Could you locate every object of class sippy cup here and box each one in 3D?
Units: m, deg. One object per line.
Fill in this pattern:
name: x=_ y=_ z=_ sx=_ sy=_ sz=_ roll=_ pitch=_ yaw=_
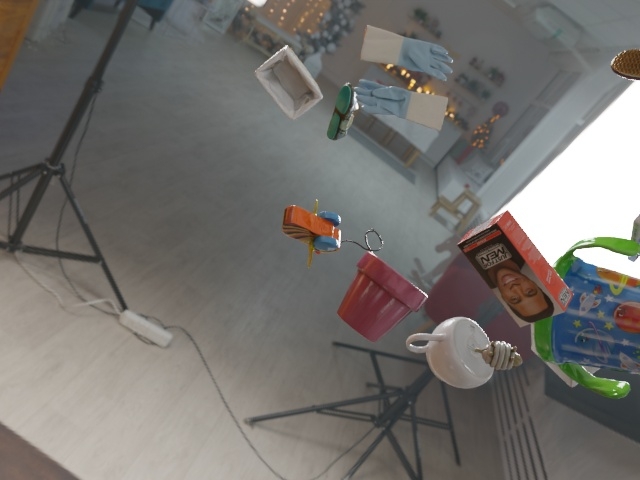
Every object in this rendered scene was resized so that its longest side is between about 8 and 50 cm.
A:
sippy cup: x=0.577 y=0.158 z=1.053 sx=0.224 sy=0.240 sz=0.305 roll=13 pitch=-23 yaw=42

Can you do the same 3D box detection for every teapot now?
teapot: x=0.446 y=0.391 z=1.811 sx=0.252 sy=0.187 sz=0.256 roll=-19 pitch=79 yaw=-47

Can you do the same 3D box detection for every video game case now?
video game case: x=0.659 y=-0.049 z=1.045 sx=0.019 sy=0.157 sz=0.143 roll=37 pitch=-12 yaw=39

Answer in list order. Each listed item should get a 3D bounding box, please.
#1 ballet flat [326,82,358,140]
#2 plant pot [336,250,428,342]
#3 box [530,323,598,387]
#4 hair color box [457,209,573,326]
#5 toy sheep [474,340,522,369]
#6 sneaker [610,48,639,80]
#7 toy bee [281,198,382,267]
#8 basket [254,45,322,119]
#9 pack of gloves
ballet flat: x=0.071 y=-0.368 z=1.520 sx=0.070 sy=0.188 sz=0.070 roll=12 pitch=49 yaw=-14
plant pot: x=0.146 y=0.156 z=1.380 sx=0.201 sy=0.180 sz=0.201 roll=37 pitch=0 yaw=0
box: x=0.756 y=0.319 z=1.649 sx=0.182 sy=0.119 sz=0.181 roll=51 pitch=-11 yaw=46
hair color box: x=0.253 y=0.038 z=0.697 sx=0.141 sy=0.072 sz=0.043 roll=52 pitch=48 yaw=0
toy sheep: x=0.510 y=0.328 z=1.529 sx=0.132 sy=0.091 sz=0.091 roll=17 pitch=18 yaw=15
sneaker: x=0.728 y=-0.360 z=1.153 sx=0.185 sy=0.069 sz=0.084 roll=24 pitch=-3 yaw=37
toy bee: x=0.000 y=0.000 z=1.527 sx=0.298 sy=0.162 sz=0.195 roll=38 pitch=56 yaw=-17
basket: x=-0.085 y=-0.437 z=1.462 sx=0.167 sy=0.113 sz=0.103 roll=49 pitch=20 yaw=-25
pack of gloves: x=0.195 y=-0.382 z=1.275 sx=0.232 sy=0.195 sz=0.046 roll=12 pitch=4 yaw=-9
